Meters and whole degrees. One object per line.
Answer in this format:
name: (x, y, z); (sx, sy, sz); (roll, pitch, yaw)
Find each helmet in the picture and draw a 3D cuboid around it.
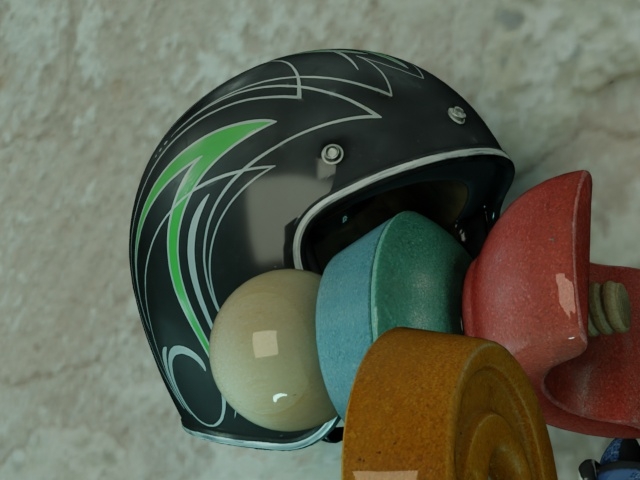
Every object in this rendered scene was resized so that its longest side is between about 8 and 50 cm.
helmet: (0.000, 0.000, 0.781); (0.169, 0.169, 0.162); (0, 94, 37)

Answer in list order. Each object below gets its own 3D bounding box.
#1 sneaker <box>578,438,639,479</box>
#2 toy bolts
sneaker: (0.125, 0.163, 0.683); (0.330, 0.130, 0.147); (-33, 46, 21)
toy bolts: (0.012, 0.077, 0.596); (0.158, 0.218, 0.228); (-9, 50, 25)
